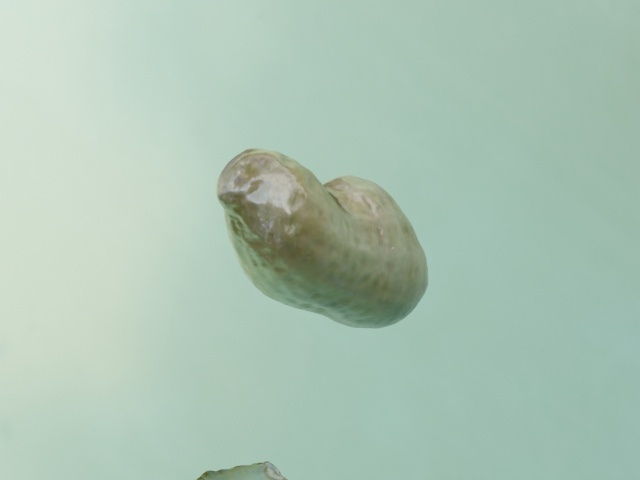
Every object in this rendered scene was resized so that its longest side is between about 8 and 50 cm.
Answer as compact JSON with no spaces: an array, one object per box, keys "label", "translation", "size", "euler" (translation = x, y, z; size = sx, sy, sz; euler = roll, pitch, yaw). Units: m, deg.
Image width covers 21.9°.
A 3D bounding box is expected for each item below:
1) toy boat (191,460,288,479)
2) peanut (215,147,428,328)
[{"label":"toy boat","translation":[-0.010,0.255,1.247],"size":[0.276,0.111,0.084],"euler":[39,113,28]},{"label":"peanut","translation":[0.000,0.000,1.515],"size":[0.122,0.253,0.137],"euler":[-8,70,41]}]
